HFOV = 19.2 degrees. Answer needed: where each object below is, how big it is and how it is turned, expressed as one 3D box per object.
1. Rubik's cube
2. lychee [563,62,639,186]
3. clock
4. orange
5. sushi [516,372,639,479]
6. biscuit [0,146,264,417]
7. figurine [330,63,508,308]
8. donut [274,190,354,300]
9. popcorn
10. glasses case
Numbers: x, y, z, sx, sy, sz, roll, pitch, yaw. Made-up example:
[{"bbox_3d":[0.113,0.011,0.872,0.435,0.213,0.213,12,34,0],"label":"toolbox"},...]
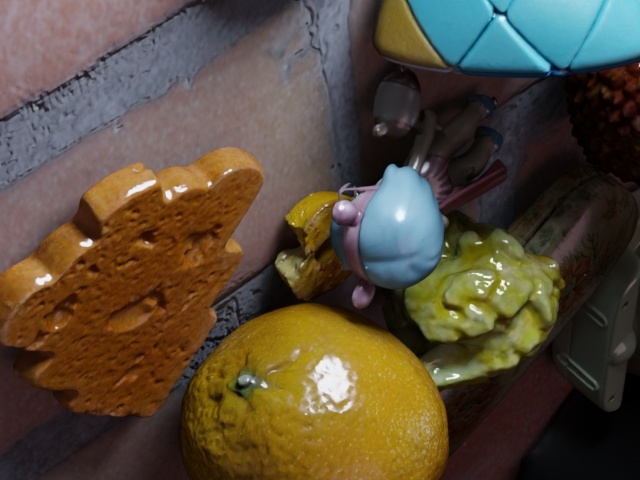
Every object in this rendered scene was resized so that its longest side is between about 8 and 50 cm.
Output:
[{"bbox_3d":[0.138,-0.242,1.591,0.254,0.254,0.254,-30,144,-25],"label":"Rubik's cube"},{"bbox_3d":[0.347,-0.161,1.842,0.236,0.236,0.271,-32,170,-24],"label":"lychee"},{"bbox_3d":[0.420,0.033,2.240,0.324,0.108,0.265,-33,144,-23],"label":"clock"},{"bbox_3d":[-0.008,0.180,1.765,0.264,0.264,0.264,-30,144,-25],"label":"orange"},{"bbox_3d":[0.396,0.289,2.428,0.212,0.215,0.227,14,93,-60],"label":"sushi"},{"bbox_3d":[-0.168,0.052,1.632,0.284,0.043,0.306,-31,146,-26],"label":"biscuit"},{"bbox_3d":[0.100,-0.065,1.737,0.260,0.103,0.205,-44,141,-42],"label":"figurine"},{"bbox_3d":[0.000,0.000,1.772,0.097,0.043,0.108,-11,129,-46],"label":"donut"},{"bbox_3d":[0.141,0.051,1.870,0.167,0.185,0.187,-20,150,-18],"label":"popcorn"},{"bbox_3d":[0.181,0.098,2.038,0.425,0.098,0.156,-49,150,2],"label":"glasses case"}]
